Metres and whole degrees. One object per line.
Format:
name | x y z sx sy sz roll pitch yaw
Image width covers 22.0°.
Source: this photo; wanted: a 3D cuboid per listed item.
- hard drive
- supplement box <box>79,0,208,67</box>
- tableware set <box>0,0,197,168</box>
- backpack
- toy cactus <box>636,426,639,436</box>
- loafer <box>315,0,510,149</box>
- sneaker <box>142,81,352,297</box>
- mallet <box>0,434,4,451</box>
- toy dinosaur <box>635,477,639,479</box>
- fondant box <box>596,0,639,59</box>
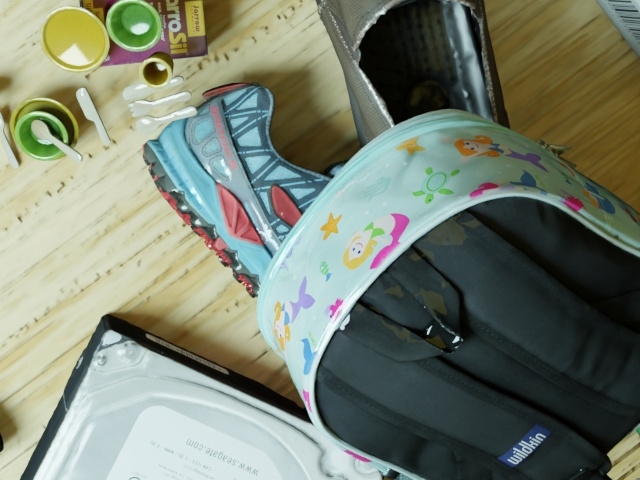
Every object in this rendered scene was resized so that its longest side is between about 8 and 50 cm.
hard drive | -0.126 0.253 1.193 0.237 0.064 0.339 27 95 -14
supplement box | -0.122 -0.150 1.130 0.083 0.043 0.055 -7 101 -10
tableware set | -0.166 -0.104 1.103 0.154 0.024 0.104 -14 116 16
backpack | 0.091 0.039 1.023 0.253 0.191 0.225 25 112 -41
toy cactus | 0.251 0.094 1.225 0.180 0.112 0.219 -8 110 1
loafer | 0.056 -0.185 1.112 0.134 0.130 0.366 -25 104 -6
sneaker | 0.000 0.000 1.151 0.125 0.104 0.262 -42 105 -3
mallet | -0.300 0.088 1.147 0.062 0.039 0.190 -37 100 0
toy dinosaur | 0.279 0.272 1.203 0.121 0.313 0.160 43 66 -44
fondant box | 0.319 -0.290 1.163 0.330 0.096 0.238 -41 105 -3
